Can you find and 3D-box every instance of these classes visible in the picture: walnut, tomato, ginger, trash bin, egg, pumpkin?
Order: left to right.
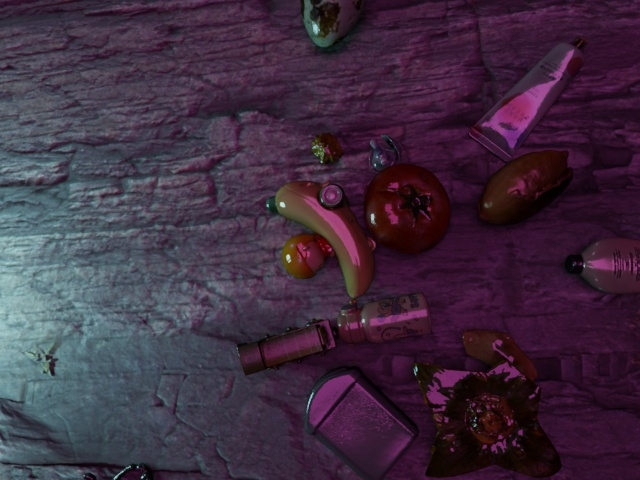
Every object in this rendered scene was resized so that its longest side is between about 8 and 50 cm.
[{"bbox_3d":[0.030,-0.613,1.201,0.169,0.169,0.230,14,96,11],"label":"egg"},{"bbox_3d":[0.079,0.398,1.049,0.236,0.101,0.176,39,86,11],"label":"trash bin"},{"bbox_3d":[0.210,-0.079,1.086,0.225,0.085,0.224,5,73,-15],"label":"tomato"},{"bbox_3d":[0.351,0.375,0.983,0.291,0.095,0.258,-5,92,5],"label":"pumpkin"},{"bbox_3d":[0.399,0.258,1.038,0.095,0.069,0.190,-44,77,1],"label":"ginger"},{"bbox_3d":[0.464,-0.123,1.066,0.245,0.137,0.137,-37,77,9],"label":"walnut"}]

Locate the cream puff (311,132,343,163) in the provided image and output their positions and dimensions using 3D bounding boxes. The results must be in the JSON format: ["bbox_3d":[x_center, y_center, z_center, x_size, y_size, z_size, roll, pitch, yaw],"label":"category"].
[{"bbox_3d":[0.016,-0.236,1.189,0.083,0.058,0.083,1,78,7],"label":"cream puff"}]

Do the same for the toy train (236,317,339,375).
[{"bbox_3d":[-0.070,0.242,1.078,0.226,0.137,0.090,-19,78,6],"label":"toy train"}]

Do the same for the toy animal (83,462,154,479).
[{"bbox_3d":[-0.454,0.609,1.098,0.233,0.084,0.147,-4,81,4],"label":"toy animal"}]

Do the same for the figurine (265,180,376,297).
[{"bbox_3d":[0.000,0.000,1.120,0.222,0.124,0.324,-31,81,2],"label":"figurine"}]

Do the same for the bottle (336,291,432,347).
[{"bbox_3d":[0.141,0.177,1.075,0.209,0.097,0.109,-11,98,6],"label":"bottle"}]

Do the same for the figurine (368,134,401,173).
[{"bbox_3d":[0.155,-0.214,1.151,0.082,0.086,0.094,-33,77,3],"label":"figurine"}]

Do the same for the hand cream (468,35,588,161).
[{"bbox_3d":[0.517,-0.354,1.135,0.124,0.078,0.340,42,93,12],"label":"hand cream"}]

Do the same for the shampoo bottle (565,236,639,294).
[{"bbox_3d":[0.676,0.056,1.027,0.257,0.078,0.127,3,85,7],"label":"shampoo bottle"}]
